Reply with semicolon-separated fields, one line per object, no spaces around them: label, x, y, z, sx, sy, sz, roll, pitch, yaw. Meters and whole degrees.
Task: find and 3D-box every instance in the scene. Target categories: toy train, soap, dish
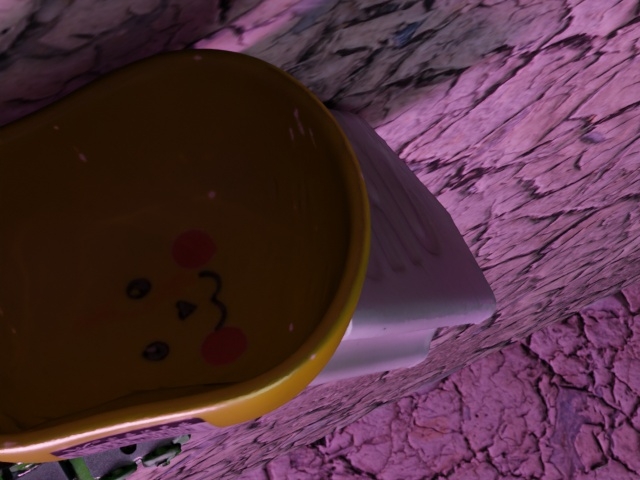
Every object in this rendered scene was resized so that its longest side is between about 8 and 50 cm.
toy train;-0.245;0.225;1.720;0.251;0.085;0.119;-25;-177;-1
soap;0.000;0.000;1.106;0.095;0.172;0.289;-34;167;20
dish;-0.097;0.030;0.878;0.262;0.221;0.108;-20;144;-2
